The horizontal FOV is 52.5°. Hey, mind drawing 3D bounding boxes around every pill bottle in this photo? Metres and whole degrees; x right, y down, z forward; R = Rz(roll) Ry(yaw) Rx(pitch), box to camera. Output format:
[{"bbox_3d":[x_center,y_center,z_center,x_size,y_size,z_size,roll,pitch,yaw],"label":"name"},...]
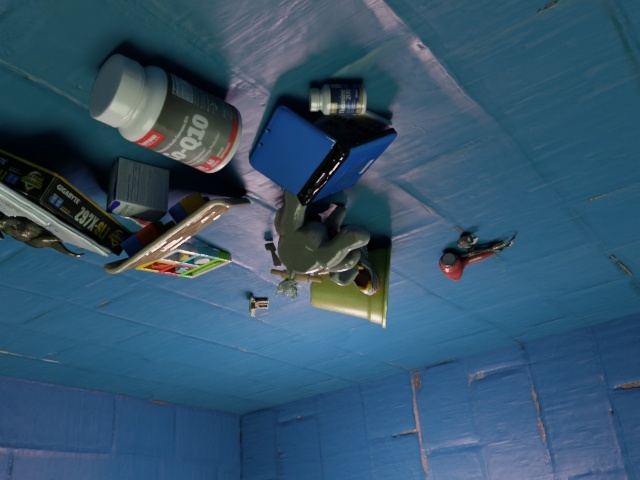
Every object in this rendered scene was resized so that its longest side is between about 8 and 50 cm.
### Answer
[{"bbox_3d":[-0.318,-0.260,1.347,0.161,0.161,0.283,-27,146,37],"label":"pill bottle"},{"bbox_3d":[0.037,-0.308,1.419,0.120,0.067,0.067,-2,153,-7],"label":"pill bottle"}]

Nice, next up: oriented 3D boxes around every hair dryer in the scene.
[{"bbox_3d":[0.525,0.074,2.264,0.224,0.080,0.293,5,152,-21],"label":"hair dryer"}]

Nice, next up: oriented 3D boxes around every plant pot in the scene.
[{"bbox_3d":[0.101,0.141,2.161,0.254,0.275,0.276,5,154,7],"label":"plant pot"}]

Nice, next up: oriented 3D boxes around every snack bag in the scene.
[{"bbox_3d":[-0.709,-0.063,1.578,0.323,0.037,0.342,10,157,48],"label":"snack bag"}]

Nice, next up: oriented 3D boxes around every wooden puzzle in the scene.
[{"bbox_3d":[-0.368,-0.038,1.684,0.348,0.080,0.322,-30,-178,5],"label":"wooden puzzle"}]

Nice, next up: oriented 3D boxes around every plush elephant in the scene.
[{"bbox_3d":[0.000,0.000,1.867,0.272,0.255,0.329,31,114,10],"label":"plush elephant"}]

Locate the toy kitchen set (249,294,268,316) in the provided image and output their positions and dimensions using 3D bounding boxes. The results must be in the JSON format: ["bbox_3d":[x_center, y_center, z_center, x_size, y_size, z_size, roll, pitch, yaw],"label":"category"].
[{"bbox_3d":[-0.234,0.241,2.485,0.075,0.083,0.068,0,112,-11],"label":"toy kitchen set"}]

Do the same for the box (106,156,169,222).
[{"bbox_3d":[-0.459,-0.125,1.635,0.137,0.126,0.072,14,150,-33],"label":"box"}]

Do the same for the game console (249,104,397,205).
[{"bbox_3d":[0.000,-0.225,1.589,0.250,0.173,0.293,-24,170,-28],"label":"game console"}]

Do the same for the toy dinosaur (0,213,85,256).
[{"bbox_3d":[-0.808,-0.031,1.811,0.160,0.120,0.314,-12,160,40],"label":"toy dinosaur"}]

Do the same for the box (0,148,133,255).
[{"bbox_3d":[-0.647,-0.093,1.586,0.257,0.079,0.322,23,164,26],"label":"box"}]

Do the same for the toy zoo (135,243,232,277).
[{"bbox_3d":[-0.451,0.063,2.070,0.192,0.030,0.293,-22,158,30],"label":"toy zoo"}]

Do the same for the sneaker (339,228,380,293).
[{"bbox_3d":[0.111,0.062,1.996,0.088,0.225,0.093,-33,167,14],"label":"sneaker"}]

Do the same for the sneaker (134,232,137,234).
[{"bbox_3d":[-0.557,0.004,1.975,0.135,0.052,0.058,3,163,-1],"label":"sneaker"}]

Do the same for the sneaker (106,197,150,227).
[{"bbox_3d":[-0.517,-0.094,1.787,0.065,0.061,0.158,-43,144,11],"label":"sneaker"}]

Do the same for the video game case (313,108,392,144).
[{"bbox_3d":[0.068,-0.271,1.557,0.157,0.019,0.143,17,146,-36],"label":"video game case"}]

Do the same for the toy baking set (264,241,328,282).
[{"bbox_3d":[-0.067,0.065,2.013,0.256,0.196,0.030,6,121,13],"label":"toy baking set"}]
